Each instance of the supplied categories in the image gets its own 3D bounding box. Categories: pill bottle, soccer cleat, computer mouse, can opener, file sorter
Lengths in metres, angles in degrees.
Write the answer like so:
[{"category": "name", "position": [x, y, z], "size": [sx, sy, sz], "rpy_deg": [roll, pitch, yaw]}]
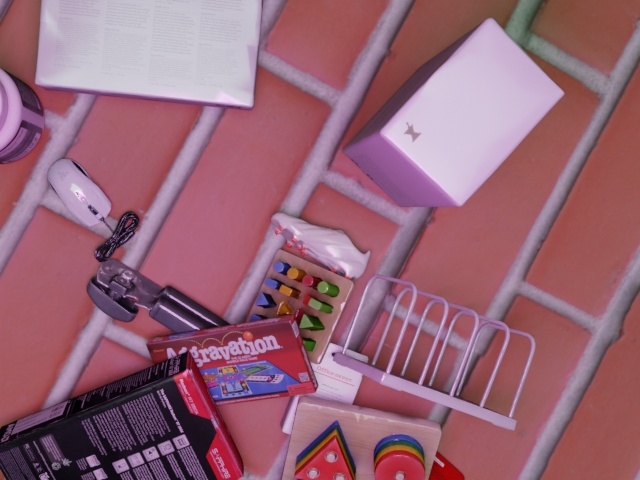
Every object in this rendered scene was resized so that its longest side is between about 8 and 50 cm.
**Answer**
[{"category": "pill bottle", "position": [-0.557, -0.210, 1.521], "size": [0.161, 0.283, 0.161], "rpy_deg": [0, 92, -6]}, {"category": "soccer cleat", "position": [0.000, 0.000, 1.697], "size": [0.196, 0.068, 0.076], "rpy_deg": [35, 72, -6]}, {"category": "computer mouse", "position": [-0.416, -0.063, 1.661], "size": [0.106, 0.042, 0.193], "rpy_deg": [-42, 95, -2]}, {"category": "can opener", "position": [-0.285, 0.134, 1.678], "size": [0.283, 0.076, 0.095], "rpy_deg": [33, 121, -6]}, {"category": "file sorter", "position": [0.205, 0.191, 1.623], "size": [0.277, 0.193, 0.173], "rpy_deg": [23, 85, -23]}]

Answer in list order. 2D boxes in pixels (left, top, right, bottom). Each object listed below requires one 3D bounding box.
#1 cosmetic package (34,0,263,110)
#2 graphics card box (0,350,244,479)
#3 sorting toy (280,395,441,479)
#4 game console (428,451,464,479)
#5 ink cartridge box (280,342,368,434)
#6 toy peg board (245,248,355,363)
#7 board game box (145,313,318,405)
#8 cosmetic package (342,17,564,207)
[{"category": "cosmetic package", "position": [-0.292, -0.390, 1.635], "size": [0.377, 0.097, 0.285], "rpy_deg": [6, 93, -6]}, {"category": "graphics card box", "position": [-0.347, 0.369, 1.617], "size": [0.370, 0.094, 0.233], "rpy_deg": [-23, 108, 1]}, {"category": "sorting toy", "position": [0.062, 0.426, 1.647], "size": [0.257, 0.089, 0.256], "rpy_deg": [11, 113, -2]}, {"category": "game console", "position": [0.176, 0.453, 1.749], "size": [0.144, 0.085, 0.124], "rpy_deg": [42, 57, -6]}, {"category": "ink cartridge box", "position": [0.007, 0.276, 1.703], "size": [0.104, 0.061, 0.181], "rpy_deg": [22, 90, -6]}, {"category": "toy peg board", "position": [-0.049, 0.113, 1.653], "size": [0.160, 0.079, 0.161], "rpy_deg": [24, 89, 20]}, {"category": "board game box", "position": [-0.156, 0.217, 1.627], "size": [0.281, 0.027, 0.145], "rpy_deg": [-11, 110, 20]}, {"category": "cosmetic package", "position": [0.191, -0.186, 1.509], "size": [0.161, 0.453, 0.230], "rpy_deg": [43, 88, -5]}]
